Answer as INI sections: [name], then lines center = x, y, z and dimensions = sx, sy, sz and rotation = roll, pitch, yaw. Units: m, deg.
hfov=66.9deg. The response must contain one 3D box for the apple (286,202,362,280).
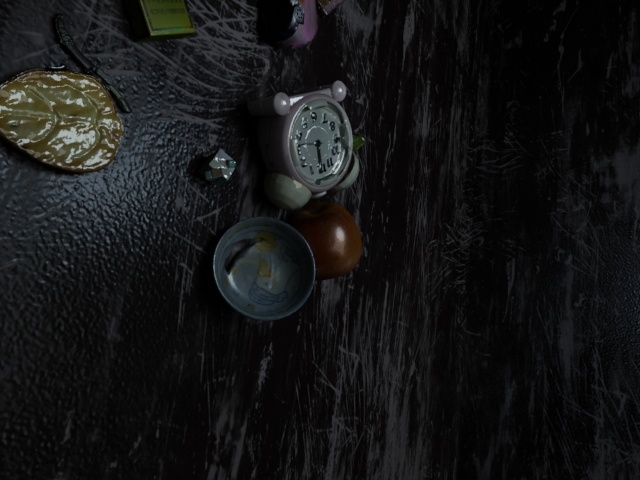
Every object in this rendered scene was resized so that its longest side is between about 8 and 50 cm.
[apple]
center = 0.000, 0.000, 1.447
dimensions = 0.253, 0.253, 0.254
rotation = 4, 85, -55

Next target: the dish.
[dish]
center = -0.163, 0.085, 1.296
dimensions = 0.273, 0.134, 0.273
rotation = 7, 72, -21

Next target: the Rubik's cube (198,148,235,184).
[Rubik's cube]
center = -0.256, -0.175, 1.217
dimensions = 0.073, 0.075, 0.084
rotation = 41, 69, -27

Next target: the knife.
[knife]
center = -0.460, -0.348, 0.982
dimensions = 0.222, 0.021, 0.046
rotation = 58, 42, -34

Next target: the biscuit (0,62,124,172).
[biscuit]
center = -0.493, -0.230, 0.918
dimensions = 0.260, 0.041, 0.203
rotation = -8, 98, -54

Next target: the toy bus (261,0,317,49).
[toy bus]
center = -0.090, -0.722, 1.438
dimensions = 0.147, 0.127, 0.303
rotation = 4, 85, -58

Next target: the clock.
[clock]
center = -0.040, -0.276, 1.424
dimensions = 0.342, 0.184, 0.326
rotation = -25, 109, -33

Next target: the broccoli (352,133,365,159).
[broccoli]
center = 0.080, -0.309, 1.638
dimensions = 0.167, 0.160, 0.154
rotation = 51, 20, -26

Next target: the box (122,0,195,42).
[box]
center = -0.377, -0.565, 1.077
dimensions = 0.141, 0.064, 0.220
rotation = -35, 115, -49

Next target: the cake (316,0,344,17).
[cake]
center = 0.064, -0.901, 1.698
dimensions = 0.116, 0.112, 0.295
rotation = 56, 52, -34
